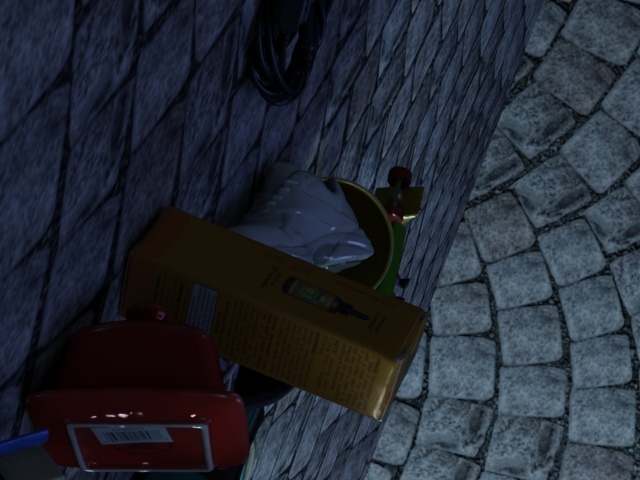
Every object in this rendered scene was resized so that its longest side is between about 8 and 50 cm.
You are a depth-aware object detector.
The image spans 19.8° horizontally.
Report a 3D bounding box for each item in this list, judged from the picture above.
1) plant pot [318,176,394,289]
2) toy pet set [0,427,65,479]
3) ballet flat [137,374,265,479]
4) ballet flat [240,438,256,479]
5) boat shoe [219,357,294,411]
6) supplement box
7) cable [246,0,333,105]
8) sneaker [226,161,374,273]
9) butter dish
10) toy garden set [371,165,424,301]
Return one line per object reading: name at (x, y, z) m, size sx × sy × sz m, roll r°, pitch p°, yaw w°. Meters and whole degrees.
plant pot at (0.000, 0.000, 1.905) m, size 0.095 × 0.134 × 0.134 m, roll -164°, pitch -85°, yaw -78°
toy pet set at (-0.231, 0.159, 1.221) m, size 0.114 × 0.065 × 0.122 m, roll -15°, pitch 131°, yaw -33°
ballet flat at (-0.126, 0.243, 1.790) m, size 0.096 × 0.095 × 0.280 m, roll -62°, pitch 176°, yaw 37°
ballet flat at (-0.124, 0.303, 1.965) m, size 0.086 × 0.086 × 0.248 m, roll -10°, pitch 119°, yaw -78°
boat shoe at (-0.086, 0.105, 1.696) m, size 0.335 × 0.095 × 0.112 m, roll 17°, pitch 94°, yaw -80°
supplement box at (-0.038, 0.058, 1.465) m, size 0.078 × 0.233 × 0.080 m, roll -56°, pitch 163°, yaw -51°
cable at (-0.019, -0.207, 1.605) m, size 0.150 × 0.047 × 0.184 m, roll -59°, pitch 164°, yaw -65°
sneaker at (-0.043, -0.017, 1.763) m, size 0.232 × 0.090 × 0.115 m, roll -6°, pitch 75°, yaw -61°
butter dish at (-0.134, 0.104, 1.389) m, size 0.160 × 0.160 × 0.118 m, roll 90°, pitch 0°, yaw -64°
toy garden set at (0.031, 0.048, 2.023) m, size 0.244 × 0.049 × 0.204 m, roll -39°, pitch -152°, yaw 46°
